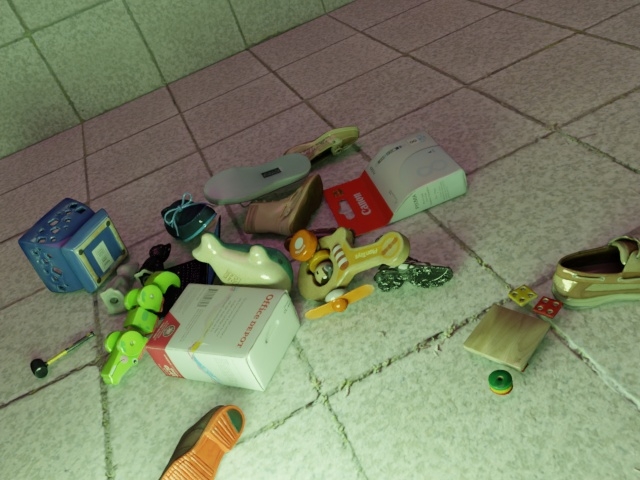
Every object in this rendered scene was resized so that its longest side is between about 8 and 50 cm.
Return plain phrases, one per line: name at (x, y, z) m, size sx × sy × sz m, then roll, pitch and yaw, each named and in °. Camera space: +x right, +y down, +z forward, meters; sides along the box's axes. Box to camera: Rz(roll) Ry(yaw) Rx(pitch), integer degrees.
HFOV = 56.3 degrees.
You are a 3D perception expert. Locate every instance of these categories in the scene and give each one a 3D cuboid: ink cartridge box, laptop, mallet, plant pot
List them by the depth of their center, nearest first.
ink cartridge box at (-0.238, 0.231, 1.478) m, size 0.306 × 0.131 × 0.226 m, roll 3°, pitch 42°, yaw 28°
mallet at (-0.737, 0.317, 1.708) m, size 0.062 × 0.039 × 0.189 m, roll 16°, pitch 45°, yaw 43°
laptop at (-0.390, 0.080, 1.746) m, size 0.264 × 0.137 × 0.234 m, roll -18°, pitch 35°, yaw 5°
ink cartridge box at (0.206, -0.180, 1.821) m, size 0.384 × 0.091 × 0.308 m, roll -21°, pitch 35°, yaw -1°
plant pot at (-0.782, 0.026, 1.947) m, size 0.212 × 0.236 × 0.236 m, roll 8°, pitch 44°, yaw 24°

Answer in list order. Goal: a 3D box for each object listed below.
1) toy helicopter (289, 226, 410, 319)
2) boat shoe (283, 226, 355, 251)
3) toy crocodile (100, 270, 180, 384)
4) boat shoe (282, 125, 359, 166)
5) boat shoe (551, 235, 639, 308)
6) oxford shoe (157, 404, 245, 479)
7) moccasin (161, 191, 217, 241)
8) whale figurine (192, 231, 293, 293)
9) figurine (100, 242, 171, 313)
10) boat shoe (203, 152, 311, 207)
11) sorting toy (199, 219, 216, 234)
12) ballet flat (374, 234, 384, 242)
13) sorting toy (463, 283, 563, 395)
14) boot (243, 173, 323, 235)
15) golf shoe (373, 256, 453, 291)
toy helicopter at (0.071, 0.069, 1.486) m, size 0.355 × 0.140 × 0.235 m, roll -20°, pitch 56°, yaw 41°
boat shoe at (0.000, 0.000, 1.710) m, size 0.206 × 0.073 × 0.073 m, roll 1°, pitch 41°, yaw 16°
toy crocodile at (-0.487, 0.227, 1.610) m, size 0.115 × 0.105 × 0.341 m, roll -17°, pitch 47°, yaw 46°
boat shoe at (0.013, -0.313, 2.101) m, size 0.285 × 0.104 × 0.089 m, roll -23°, pitch 73°, yaw 6°
boat shoe at (0.655, 0.054, 1.262) m, size 0.324 × 0.116 × 0.123 m, roll -17°, pitch 36°, yaw 7°
oxford shoe at (-0.268, 0.461, 1.248) m, size 0.098 × 0.097 × 0.271 m, roll -12°, pitch 27°, yaw 48°
moccasin at (-0.439, -0.068, 1.887) m, size 0.138 × 0.117 × 0.342 m, roll -48°, pitch 19°, yaw -28°
whale figurine at (-0.195, 0.061, 1.574) m, size 0.216 × 0.272 × 0.141 m, roll -51°, pitch 10°, yaw 44°
figurine at (-0.559, 0.105, 1.835) m, size 0.214 × 0.092 × 0.209 m, roll -28°, pitch 26°, yaw 13°
boat shoe at (-0.209, -0.174, 1.985) m, size 0.367 × 0.156 × 0.136 m, roll -22°, pitch 62°, yaw -21°
sorting toy at (-0.398, -0.048, 2.022) m, size 0.062 × 0.012 × 0.083 m, roll 14°, pitch 45°, yaw 33°
ballet flat at (0.155, 0.033, 1.621) m, size 0.041 × 0.041 × 0.114 m, roll -3°, pitch 39°, yaw 23°
sorting toy at (0.397, 0.205, 1.258) m, size 0.132 × 0.046 × 0.274 m, roll 18°, pitch 52°, yaw 42°
boot at (-0.115, -0.113, 1.896) m, size 0.203 × 0.095 × 0.262 m, roll 1°, pitch 47°, yaw 29°
golf shoe at (0.232, 0.070, 1.494) m, size 0.198 × 0.077 × 0.094 m, roll -5°, pitch 39°, yaw 20°
